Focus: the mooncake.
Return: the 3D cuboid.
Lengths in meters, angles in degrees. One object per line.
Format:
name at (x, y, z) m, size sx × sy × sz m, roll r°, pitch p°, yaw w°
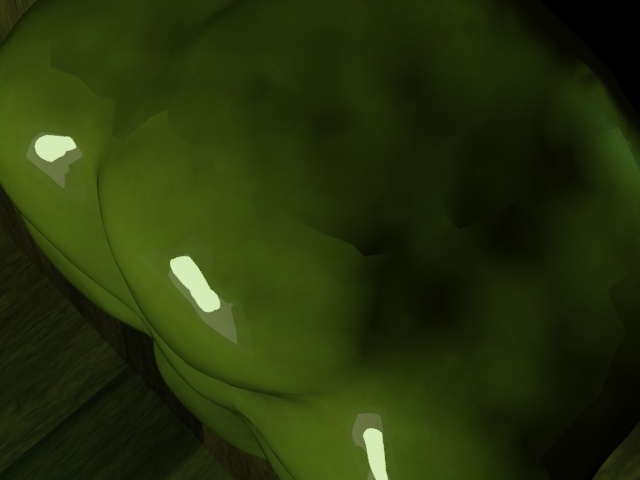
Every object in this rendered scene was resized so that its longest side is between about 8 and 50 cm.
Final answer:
mooncake at (0.000, 0.000, 0.693) m, size 0.467 × 0.262 × 0.467 m, roll 42°, pitch 168°, yaw 11°
